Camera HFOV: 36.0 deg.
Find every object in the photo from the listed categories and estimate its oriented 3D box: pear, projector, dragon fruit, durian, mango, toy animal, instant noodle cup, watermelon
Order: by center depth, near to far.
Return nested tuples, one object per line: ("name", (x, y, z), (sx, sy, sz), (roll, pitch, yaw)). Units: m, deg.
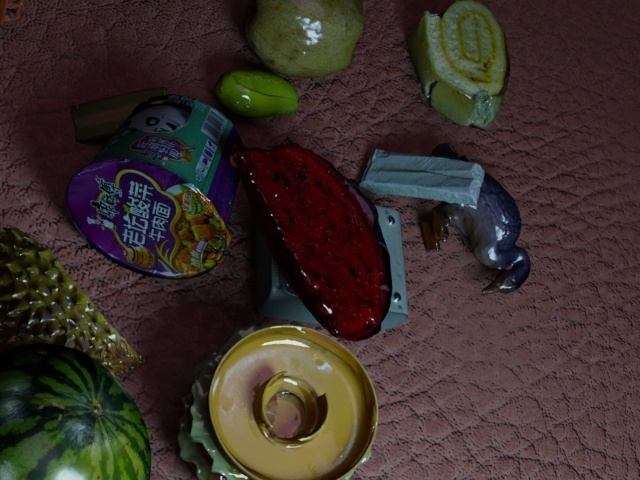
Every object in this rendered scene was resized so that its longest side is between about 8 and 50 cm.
("watermelon", (-0.351, 0.278, 1.212), (0.285, 0.285, 0.285), (12, 61, -22))
("durian", (-0.374, 0.096, 1.377), (0.260, 0.186, 0.154), (35, 48, 8))
("instant noodle cup", (-0.232, -0.091, 1.495), (0.251, 0.251, 0.190), (29, 48, -12))
("dragon fruit", (0.000, 0.000, 1.509), (0.282, 0.100, 0.343), (-16, 73, -52))
("projector", (0.019, 0.032, 1.635), (0.250, 0.108, 0.198), (10, 61, -23))
("mango", (-0.111, -0.253, 1.733), (0.165, 0.074, 0.091), (10, 55, -37))
("pear", (-0.036, -0.408, 1.773), (0.211, 0.188, 0.228), (11, 61, -31))
("toy animal", (0.278, -0.040, 1.801), (0.185, 0.122, 0.298), (-4, 61, -18))

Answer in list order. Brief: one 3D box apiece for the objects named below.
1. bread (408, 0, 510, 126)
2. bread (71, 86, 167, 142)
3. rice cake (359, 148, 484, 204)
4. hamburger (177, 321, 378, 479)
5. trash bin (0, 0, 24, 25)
("bread", (0.275, -0.346, 1.952), (0.186, 0.124, 0.257), (0, 67, -21))
("bread", (-0.322, -0.203, 1.589), (0.139, 0.084, 0.074), (1, 67, -27))
("rice cake", (0.182, -0.113, 1.752), (0.085, 0.226, 0.040), (-64, 147, -26))
("hamburger", (-0.067, 0.260, 1.412), (0.274, 0.212, 0.274), (8, 65, -17))
("trash bin", (-0.557, -0.311, 1.485), (0.184, 0.161, 0.239), (15, 68, -20))
